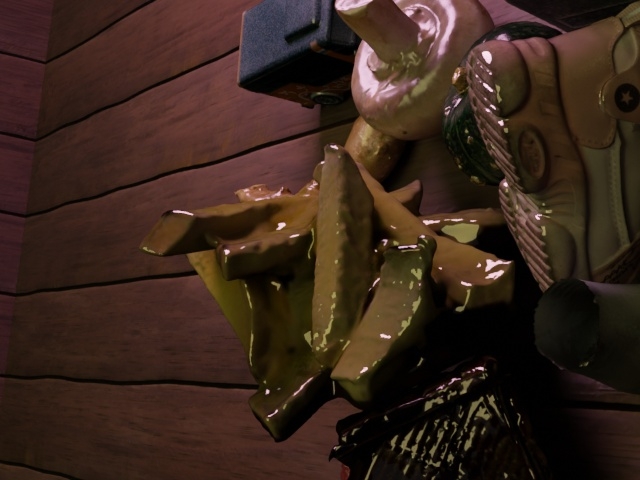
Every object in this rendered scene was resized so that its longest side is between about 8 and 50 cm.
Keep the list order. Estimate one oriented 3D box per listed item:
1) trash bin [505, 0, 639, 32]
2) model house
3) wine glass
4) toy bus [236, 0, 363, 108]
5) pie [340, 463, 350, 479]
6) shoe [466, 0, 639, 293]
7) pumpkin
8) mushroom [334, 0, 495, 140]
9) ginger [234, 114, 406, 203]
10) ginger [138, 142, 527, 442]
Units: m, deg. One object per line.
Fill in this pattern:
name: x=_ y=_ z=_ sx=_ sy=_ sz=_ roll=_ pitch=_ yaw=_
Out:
trash bin: x=0.298 y=-0.402 z=1.184 sx=0.256 sy=0.296 sz=0.367 roll=-2 pitch=74 yaw=59
model house: x=0.153 y=0.261 z=1.322 sx=0.317 sy=0.297 sz=0.282 roll=67 pitch=-139 yaw=-82
wine glass: x=0.296 y=0.092 z=1.082 sx=0.103 sy=0.222 sz=0.103 roll=-31 pitch=53 yaw=51
toy bus: x=0.007 y=-0.290 z=1.721 sx=0.275 sy=0.167 sz=0.138 roll=-13 pitch=70 yaw=56
pie: x=0.076 y=0.290 z=1.559 sx=0.153 sy=0.038 sz=0.153 roll=-28 pitch=57 yaw=56
shoe: x=0.279 y=-0.055 z=1.161 sx=0.172 sy=0.198 sz=0.351 roll=-107 pitch=-5 yaw=-56
pumpkin: x=0.215 y=-0.153 z=1.356 sx=0.190 sy=0.146 sz=0.190 roll=-176 pitch=90 yaw=-69
mushroom: x=0.106 y=-0.238 z=1.494 sx=0.207 sy=0.215 sz=0.207 roll=-28 pitch=45 yaw=32
ginger: x=0.014 y=0.015 z=1.685 sx=0.348 sy=0.122 sz=0.363 roll=-28 pitch=64 yaw=53
ginger: x=0.017 y=0.019 z=1.340 sx=0.413 sy=0.211 sz=0.358 roll=-15 pitch=30 yaw=17
